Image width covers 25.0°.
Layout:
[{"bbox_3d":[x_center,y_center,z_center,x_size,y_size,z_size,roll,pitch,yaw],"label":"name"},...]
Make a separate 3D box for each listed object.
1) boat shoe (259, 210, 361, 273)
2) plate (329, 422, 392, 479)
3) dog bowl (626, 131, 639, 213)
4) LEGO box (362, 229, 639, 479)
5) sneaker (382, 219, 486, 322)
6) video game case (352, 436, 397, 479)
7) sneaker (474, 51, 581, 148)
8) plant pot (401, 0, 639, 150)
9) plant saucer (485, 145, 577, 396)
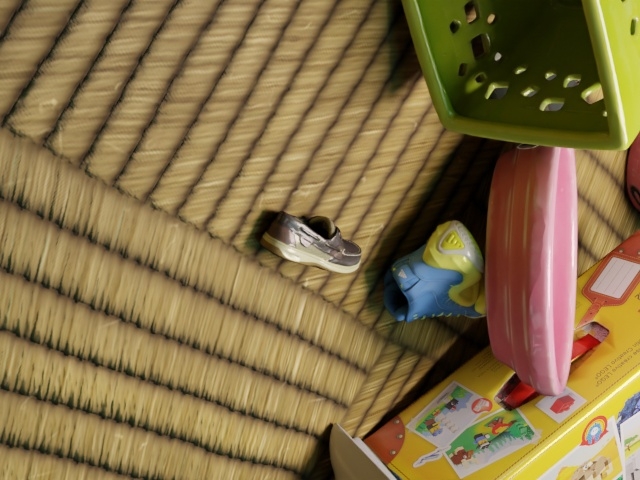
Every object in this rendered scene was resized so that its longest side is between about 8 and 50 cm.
[{"bbox_3d":[0.000,0.000,1.497,0.152,0.056,0.049,8,114,-56],"label":"boat shoe"},{"bbox_3d":[0.103,0.390,1.754,0.045,0.278,0.277,-33,139,-16],"label":"plate"},{"bbox_3d":[0.604,-0.165,2.117,0.408,0.150,0.408,-35,141,-34],"label":"dog bowl"},{"bbox_3d":[0.341,0.288,1.956,0.500,0.193,0.372,-35,133,-17],"label":"LEGO box"},{"bbox_3d":[0.135,0.052,1.725,0.126,0.091,0.240,-27,154,1],"label":"sneaker"},{"bbox_3d":[0.113,0.369,1.810,0.023,0.212,0.193,-33,141,-16],"label":"video game case"},{"bbox_3d":[0.269,-0.178,1.652,0.222,0.118,0.083,-22,174,-34],"label":"sneaker"},{"bbox_3d":[0.236,-0.246,1.446,0.207,0.227,0.228,-46,131,-33],"label":"plant pot"},{"bbox_3d":[0.256,0.021,1.738,0.332,0.084,0.332,1,90,-76],"label":"plant saucer"}]
